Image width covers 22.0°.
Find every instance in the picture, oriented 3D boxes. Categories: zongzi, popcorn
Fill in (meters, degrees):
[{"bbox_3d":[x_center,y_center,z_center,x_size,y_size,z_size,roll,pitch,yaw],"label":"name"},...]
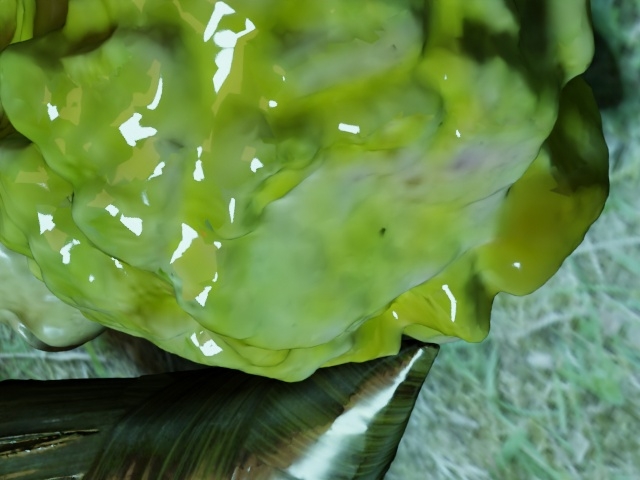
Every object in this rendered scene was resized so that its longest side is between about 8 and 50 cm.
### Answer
[{"bbox_3d":[-0.080,0.086,0.825,0.248,0.111,0.241,18,134,2],"label":"zongzi"},{"bbox_3d":[-0.014,-0.062,0.631,0.212,0.259,0.259,61,147,31],"label":"popcorn"}]

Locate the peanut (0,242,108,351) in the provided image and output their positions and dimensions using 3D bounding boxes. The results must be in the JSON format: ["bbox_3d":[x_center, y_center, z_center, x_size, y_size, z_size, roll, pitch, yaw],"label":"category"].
[{"bbox_3d":[-0.207,-0.062,0.880,0.290,0.130,0.130,54,141,-9],"label":"peanut"}]
